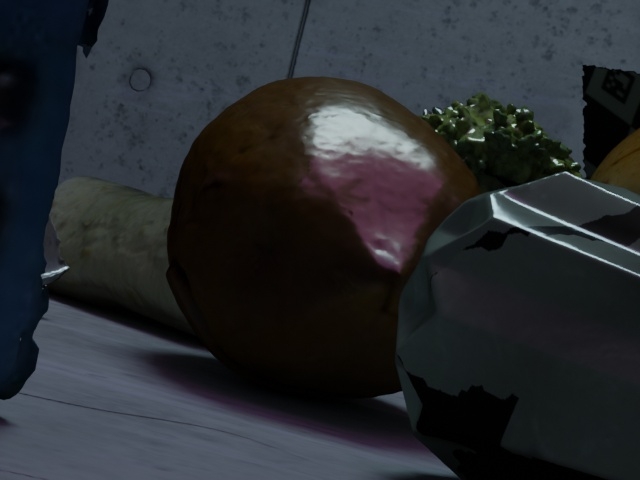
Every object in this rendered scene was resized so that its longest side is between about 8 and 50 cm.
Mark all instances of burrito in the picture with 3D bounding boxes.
[{"bbox_3d":[-0.099,0.020,1.279,0.299,0.105,0.143,12,-5,44],"label":"burrito"}]

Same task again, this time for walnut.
[{"bbox_3d":[0.000,0.000,1.022,0.203,0.203,0.298,13,4,-11],"label":"walnut"}]

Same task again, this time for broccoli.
[{"bbox_3d":[0.106,-0.008,1.429,0.375,0.249,0.302,19,-5,-23],"label":"broccoli"}]

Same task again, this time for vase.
[{"bbox_3d":[0.196,0.078,0.695,0.165,0.165,0.360,13,5,-45],"label":"vase"}]

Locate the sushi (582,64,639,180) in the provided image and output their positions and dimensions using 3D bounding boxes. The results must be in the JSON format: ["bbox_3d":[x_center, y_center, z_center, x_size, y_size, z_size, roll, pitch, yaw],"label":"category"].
[{"bbox_3d":[0.322,0.005,1.448,0.059,0.294,0.292,-19,21,-39],"label":"sushi"}]

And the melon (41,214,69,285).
[{"bbox_3d":[-0.267,-0.010,1.074,0.203,0.093,0.139,6,9,-2],"label":"melon"}]

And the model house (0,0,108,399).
[{"bbox_3d":[-0.261,-0.059,0.608,0.237,0.215,0.303,14,6,29],"label":"model house"}]

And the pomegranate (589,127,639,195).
[{"bbox_3d":[0.333,0.040,1.220,0.319,0.319,0.319,13,1,0],"label":"pomegranate"}]
